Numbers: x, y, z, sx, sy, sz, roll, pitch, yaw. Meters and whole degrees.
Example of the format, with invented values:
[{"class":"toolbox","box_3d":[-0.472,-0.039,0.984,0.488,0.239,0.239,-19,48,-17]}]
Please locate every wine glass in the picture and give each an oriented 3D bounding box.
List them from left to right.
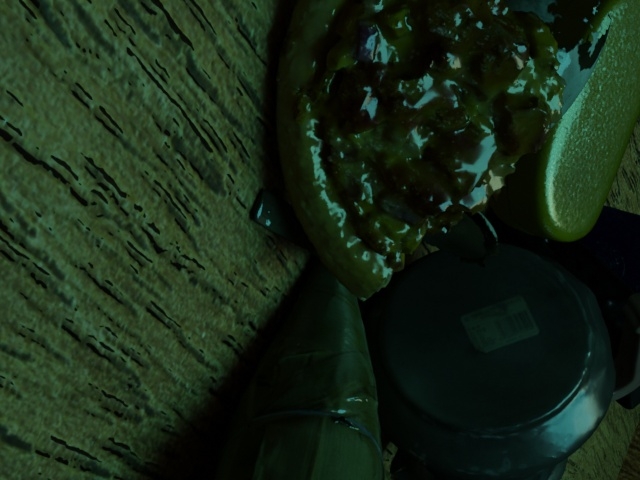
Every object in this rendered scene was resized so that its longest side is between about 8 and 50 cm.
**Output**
[{"class":"wine glass","box_3d":[0.187,-0.160,1.316,0.357,0.190,0.190,-60,151,-16]}]

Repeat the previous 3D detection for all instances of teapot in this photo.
[{"class":"teapot","box_3d":[0.239,0.182,1.478,0.376,0.306,0.362,-20,149,-5]}]

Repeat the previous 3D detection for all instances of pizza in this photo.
[{"class":"pizza","box_3d":[0.092,-0.128,1.093,0.114,0.277,0.409,-103,-156,-64]}]

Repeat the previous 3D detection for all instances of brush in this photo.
[{"class":"brush","box_3d":[0.000,0.000,1.182,0.190,0.027,0.034,32,76,-47]}]

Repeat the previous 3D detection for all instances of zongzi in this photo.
[{"class":"zongzi","box_3d":[-0.026,0.255,1.253,0.356,0.174,0.393,101,-3,-46]}]

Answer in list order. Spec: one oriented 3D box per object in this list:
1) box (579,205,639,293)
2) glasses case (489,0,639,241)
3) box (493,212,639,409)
[{"class":"box","box_3d":[0.486,0.088,1.930,0.261,0.279,0.116,-62,152,-19]},{"class":"glasses case","box_3d":[0.330,-0.190,1.579,0.173,0.141,0.371,20,91,-40]},{"class":"box","box_3d":[0.369,0.094,1.723,0.073,0.290,0.289,-36,146,-9]}]
